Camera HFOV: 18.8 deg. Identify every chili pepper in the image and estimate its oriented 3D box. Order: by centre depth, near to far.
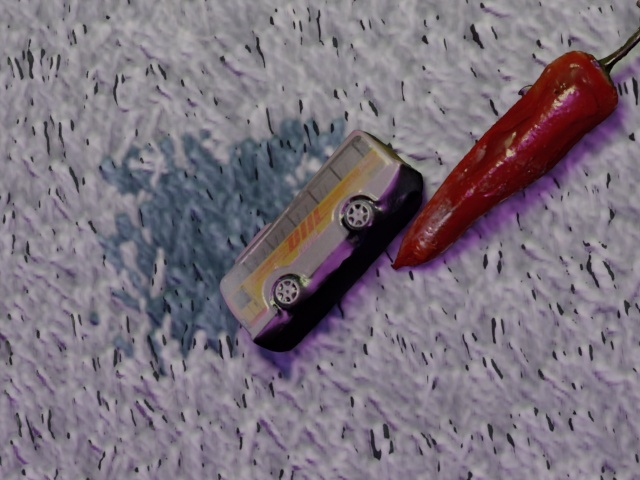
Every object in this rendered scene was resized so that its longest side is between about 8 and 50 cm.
[{"bbox_3d":[0.142,-0.070,1.386,0.268,0.050,0.059,-43,83,12],"label":"chili pepper"}]

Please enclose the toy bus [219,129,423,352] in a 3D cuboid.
[{"bbox_3d":[0.000,0.000,1.422,0.172,0.057,0.072,-48,67,9],"label":"toy bus"}]
